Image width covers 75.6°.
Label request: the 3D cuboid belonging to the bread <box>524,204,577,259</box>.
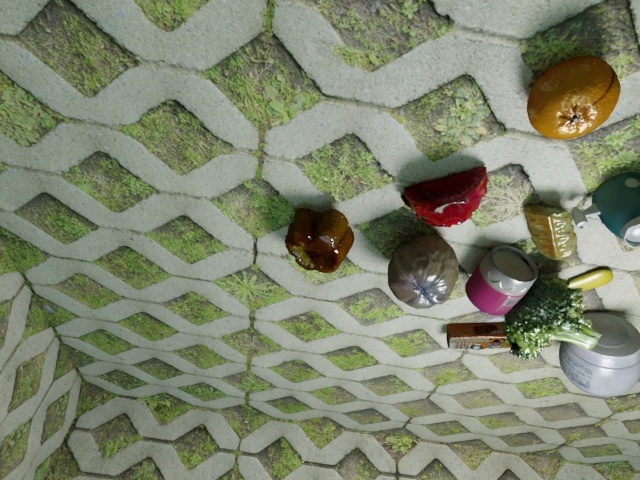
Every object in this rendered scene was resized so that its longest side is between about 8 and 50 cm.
[{"bbox_3d":[0.727,-0.020,1.299,0.128,0.088,0.232,2,144,45],"label":"bread"}]

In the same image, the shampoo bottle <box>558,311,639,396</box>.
[{"bbox_3d":[1.089,0.443,1.605,0.272,0.273,0.267,-4,124,11],"label":"shampoo bottle"}]

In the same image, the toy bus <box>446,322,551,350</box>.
[{"bbox_3d":[0.744,0.403,1.735,0.408,0.093,0.092,-4,127,11],"label":"toy bus"}]

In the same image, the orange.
[{"bbox_3d":[0.591,-0.329,0.970,0.193,0.161,0.193,0,137,0],"label":"orange"}]

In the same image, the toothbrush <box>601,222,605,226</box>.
[{"bbox_3d":[1.018,-0.093,1.250,0.286,0.025,0.020,-21,129,26],"label":"toothbrush"}]

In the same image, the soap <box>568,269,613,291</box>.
[{"bbox_3d":[0.966,0.152,1.496,0.168,0.033,0.089,-26,124,29],"label":"soap"}]

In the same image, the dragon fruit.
[{"bbox_3d":[0.374,-0.113,1.237,0.261,0.189,0.163,-10,102,22],"label":"dragon fruit"}]

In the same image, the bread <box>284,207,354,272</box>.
[{"bbox_3d":[-0.010,0.003,1.395,0.231,0.135,0.247,6,139,20],"label":"bread"}]

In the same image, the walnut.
[{"bbox_3d":[0.341,0.100,1.386,0.248,0.248,0.248,3,135,3],"label":"walnut"}]

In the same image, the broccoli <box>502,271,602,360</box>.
[{"bbox_3d":[0.801,0.279,1.481,0.317,0.277,0.338,38,134,-19],"label":"broccoli"}]

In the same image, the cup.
[{"bbox_3d":[0.894,-0.076,1.178,0.299,0.173,0.168,-10,134,16],"label":"cup"}]

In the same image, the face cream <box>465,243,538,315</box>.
[{"bbox_3d":[0.620,0.137,1.422,0.175,0.175,0.195,12,135,-5],"label":"face cream"}]
